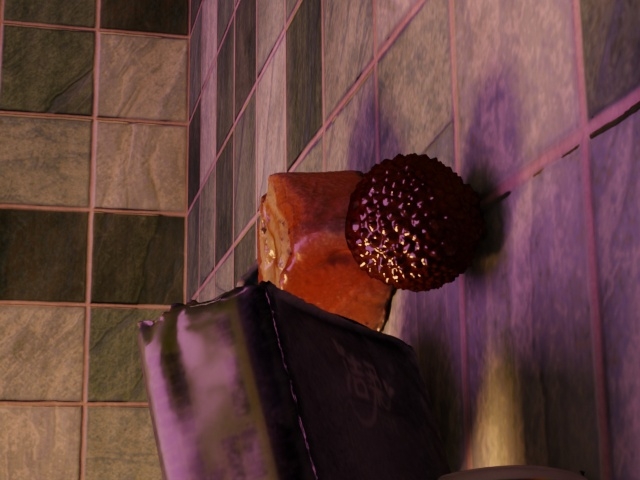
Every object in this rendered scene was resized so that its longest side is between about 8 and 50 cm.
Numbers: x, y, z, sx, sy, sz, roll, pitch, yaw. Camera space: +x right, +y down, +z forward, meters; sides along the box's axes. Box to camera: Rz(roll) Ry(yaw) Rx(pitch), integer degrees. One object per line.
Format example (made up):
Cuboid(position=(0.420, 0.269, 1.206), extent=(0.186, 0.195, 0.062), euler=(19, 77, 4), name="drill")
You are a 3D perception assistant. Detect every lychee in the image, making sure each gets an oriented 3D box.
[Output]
Cuboid(position=(0.082, -0.011, 0.981), extent=(0.129, 0.123, 0.123), euler=(50, 138, 46), name="lychee")

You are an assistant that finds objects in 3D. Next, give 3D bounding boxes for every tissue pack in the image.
Cuboid(position=(0.021, 0.245, 0.768), extent=(0.288, 0.124, 0.394), euler=(33, -142, -63), name="tissue pack")

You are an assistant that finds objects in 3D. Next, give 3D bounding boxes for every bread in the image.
Cuboid(position=(-0.002, 0.011, 1.313), extent=(0.244, 0.123, 0.190), euler=(-112, 27, -63), name="bread")

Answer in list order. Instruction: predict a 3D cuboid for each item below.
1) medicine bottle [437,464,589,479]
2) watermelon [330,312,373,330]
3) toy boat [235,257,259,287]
Cuboid(position=(0.134, 0.249, 0.707), extent=(0.078, 0.115, 0.219), euler=(111, 157, -48), name="medicine bottle")
Cuboid(position=(-0.012, 0.187, 1.078), extent=(0.242, 0.242, 0.242), euler=(-178, 90, -77), name="watermelon")
Cuboid(position=(-0.066, 0.146, 1.530), extent=(0.142, 0.129, 0.309), euler=(87, -172, -75), name="toy boat")
